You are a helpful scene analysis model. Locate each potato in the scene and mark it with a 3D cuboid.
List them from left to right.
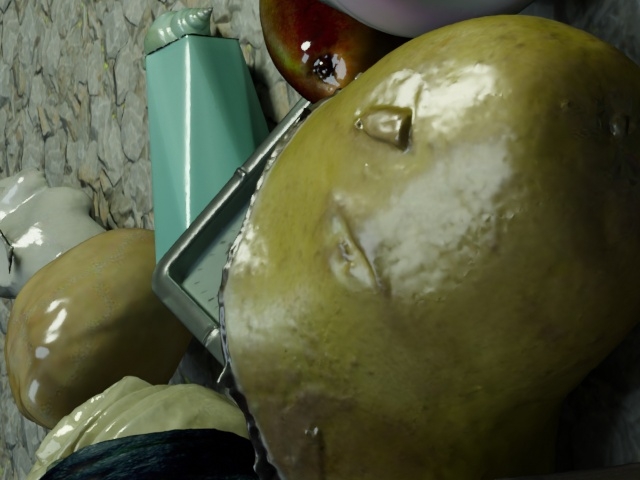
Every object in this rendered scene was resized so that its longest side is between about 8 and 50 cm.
[{"bbox_3d":[0.117,0.045,1.182,0.296,0.289,0.397,-12,79,56],"label":"potato"}]

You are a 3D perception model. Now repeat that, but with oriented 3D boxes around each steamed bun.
[{"bbox_3d":[-0.165,0.254,1.651,0.203,0.276,0.289,65,148,26],"label":"steamed bun"}]

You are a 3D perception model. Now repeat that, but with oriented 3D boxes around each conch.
[{"bbox_3d":[-0.144,-0.207,1.836,0.065,0.088,0.180,-54,9,-28],"label":"conch"}]

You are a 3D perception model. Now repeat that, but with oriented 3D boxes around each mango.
[{"bbox_3d":[0.015,-0.182,1.494,0.267,0.133,0.111,-105,27,-56],"label":"mango"}]

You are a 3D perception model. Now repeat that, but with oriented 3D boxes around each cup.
[{"bbox_3d":[-0.111,-0.081,1.701,0.134,0.148,0.236,-24,66,22],"label":"cup"}]

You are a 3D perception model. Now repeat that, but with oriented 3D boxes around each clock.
[{"bbox_3d":[0.000,0.000,1.488,0.273,0.049,0.279,-48,38,-1],"label":"clock"}]

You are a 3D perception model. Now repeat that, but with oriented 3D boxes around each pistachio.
[{"bbox_3d":[-0.228,0.094,1.782,0.181,0.293,0.162,39,125,-1],"label":"pistachio"}]

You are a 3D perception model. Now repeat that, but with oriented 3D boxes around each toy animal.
[{"bbox_3d":[-0.332,0.025,2.049,0.325,0.154,0.208,48,136,42],"label":"toy animal"}]

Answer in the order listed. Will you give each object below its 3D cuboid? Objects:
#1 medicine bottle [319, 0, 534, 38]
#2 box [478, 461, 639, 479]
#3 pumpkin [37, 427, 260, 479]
[{"bbox_3d":[0.048,-0.298,1.334,0.302,0.241,0.241,-140,56,-62],"label":"medicine bottle"},{"bbox_3d":[0.188,0.321,1.119,0.297,0.225,0.190,59,138,40],"label":"box"},{"bbox_3d":[-0.112,0.327,1.329,0.363,0.266,0.363,175,90,-65],"label":"pumpkin"}]
